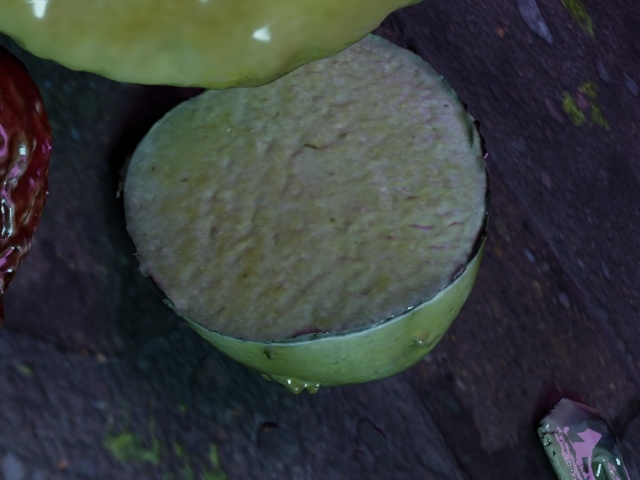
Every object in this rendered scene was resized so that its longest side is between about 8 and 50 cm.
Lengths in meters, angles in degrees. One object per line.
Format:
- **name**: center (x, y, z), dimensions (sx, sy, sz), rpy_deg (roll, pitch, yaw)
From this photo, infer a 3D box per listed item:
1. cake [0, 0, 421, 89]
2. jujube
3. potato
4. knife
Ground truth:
- **cake**: center (-0.082, -0.270, 0.679), dimensions (0.332, 0.332, 0.321), rpy_deg (27, 16, -36)
- **jujube**: center (-0.160, -0.011, 0.586), dimensions (0.104, 0.104, 0.166), rpy_deg (32, 45, -32)
- **potato**: center (0.000, 0.000, 0.752), dimensions (0.117, 0.182, 0.202), rpy_deg (75, -5, -49)
- **knife**: center (0.222, 0.264, 0.895), dimensions (0.089, 0.043, 0.365), rpy_deg (-2, 66, -54)
